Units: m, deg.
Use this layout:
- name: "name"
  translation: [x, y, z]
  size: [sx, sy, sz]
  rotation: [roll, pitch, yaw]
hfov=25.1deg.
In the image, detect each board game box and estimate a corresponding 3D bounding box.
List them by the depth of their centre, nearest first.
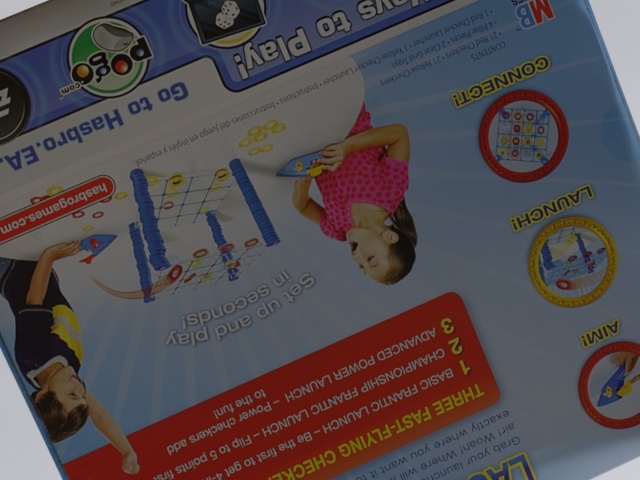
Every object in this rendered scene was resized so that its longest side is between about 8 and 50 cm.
- name: "board game box"
  translation: [0.000, 0.000, 0.683]
  size: [0.308, 0.302, 0.086]
  rotation: [-23, -171, -5]
